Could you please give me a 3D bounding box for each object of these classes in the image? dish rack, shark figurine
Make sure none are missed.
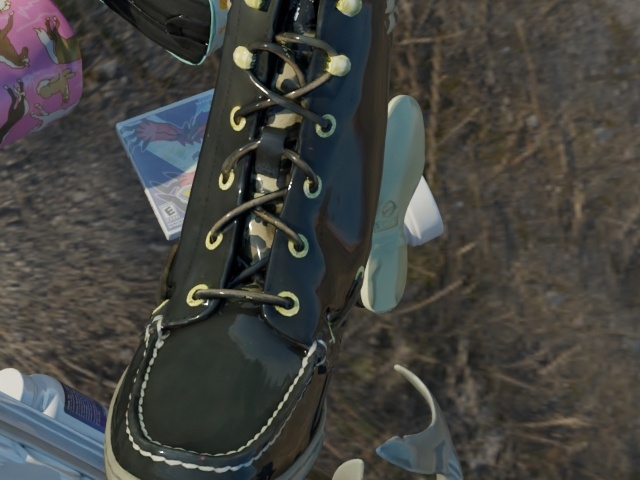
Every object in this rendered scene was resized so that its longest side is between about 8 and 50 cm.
[{"bbox_3d":[-0.401,0.308,1.560,0.333,0.072,0.285,-35,137,14],"label":"dish rack"},{"bbox_3d":[0.033,0.211,0.936,0.166,0.278,0.116,44,50,-1],"label":"shark figurine"}]

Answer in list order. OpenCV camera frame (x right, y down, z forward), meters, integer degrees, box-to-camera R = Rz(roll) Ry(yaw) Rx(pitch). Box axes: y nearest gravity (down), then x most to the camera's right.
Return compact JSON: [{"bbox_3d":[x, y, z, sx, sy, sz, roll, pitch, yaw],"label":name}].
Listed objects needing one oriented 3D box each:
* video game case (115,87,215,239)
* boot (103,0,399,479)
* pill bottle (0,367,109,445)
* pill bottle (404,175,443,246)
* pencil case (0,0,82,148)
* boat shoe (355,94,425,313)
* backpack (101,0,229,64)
[{"bbox_3d":[-0.149,-0.114,1.934,0.201,0.023,0.183,-22,69,-15],"label":"video game case"},{"bbox_3d":[-0.023,-0.020,0.562,0.085,0.236,0.178,11,118,8],"label":"boot"},{"bbox_3d":[-0.324,0.216,1.725,0.169,0.094,0.094,39,74,-45],"label":"pill bottle"},{"bbox_3d":[0.000,0.000,1.303,0.208,0.117,0.117,-25,98,-4],"label":"pill bottle"},{"bbox_3d":[-0.409,-0.115,1.375,0.160,0.167,0.386,45,51,9],"label":"pencil case"},{"bbox_3d":[0.032,-0.024,0.863,0.049,0.042,0.133,-7,110,-44],"label":"boat shoe"},{"bbox_3d":[-0.138,-0.273,1.397,0.144,0.166,0.188,-34,70,-29],"label":"backpack"}]
